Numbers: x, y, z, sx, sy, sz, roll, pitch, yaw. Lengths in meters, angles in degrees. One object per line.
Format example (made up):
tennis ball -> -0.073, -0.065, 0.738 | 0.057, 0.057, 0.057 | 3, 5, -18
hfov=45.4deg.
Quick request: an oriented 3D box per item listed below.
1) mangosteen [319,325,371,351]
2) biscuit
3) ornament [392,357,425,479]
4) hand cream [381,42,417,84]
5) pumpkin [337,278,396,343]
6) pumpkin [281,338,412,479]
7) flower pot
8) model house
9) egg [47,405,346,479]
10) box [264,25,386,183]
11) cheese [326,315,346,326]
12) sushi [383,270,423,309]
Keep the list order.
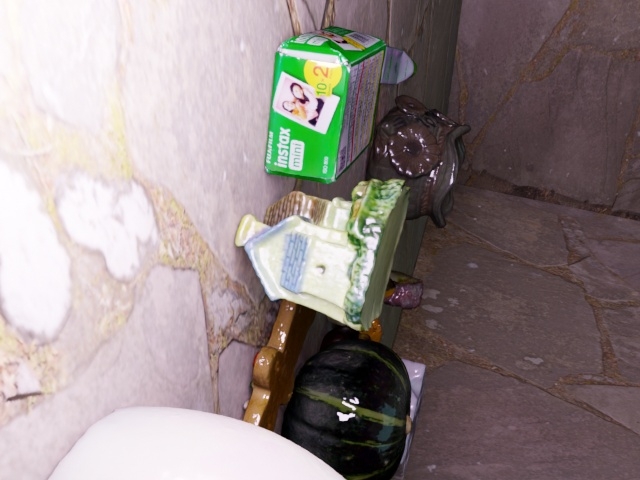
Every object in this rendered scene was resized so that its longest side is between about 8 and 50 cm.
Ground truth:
mangosteen -> 0.065, 0.258, 1.711 | 0.140, 0.140, 0.140 | 13, 90, -79
biscuit -> -0.072, 0.196, 1.203 | 0.197, 0.049, 0.301 | 68, 36, -63
ornament -> 0.111, 0.411, 1.838 | 0.240, 0.239, 0.240 | 78, 27, -64
hand cream -> 0.171, -0.402, 1.761 | 0.275, 0.050, 0.079 | -30, 104, -69
pumpkin -> 0.085, 0.168, 1.882 | 0.254, 0.149, 0.130 | 98, -28, -47
pumpkin -> 0.061, 0.350, 1.521 | 0.323, 0.241, 0.323 | 12, 90, -72
flower pot -> 0.235, -0.190, 1.849 | 0.302, 0.213, 0.302 | 13, 90, -79
model house -> 0.000, 0.000, 0.977 | 0.214, 0.189, 0.195 | -14, 116, -77
egg -> -0.066, 0.346, 0.675 | 0.354, 0.340, 0.354 | 12, 90, -80
box -> 0.011, -0.193, 1.047 | 0.250, 0.103, 0.180 | -49, 149, -63
cheese -> 0.071, 0.078, 1.755 | 0.127, 0.050, 0.255 | 82, 24, -60
sushi -> 0.247, 0.150, 2.407 | 0.241, 0.161, 0.107 | -18, 119, -76
